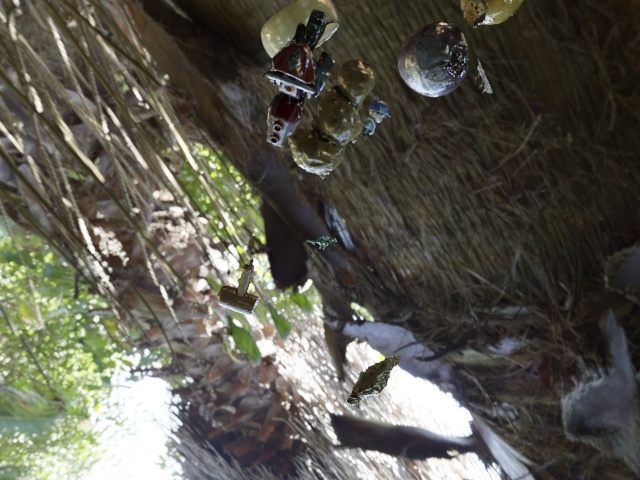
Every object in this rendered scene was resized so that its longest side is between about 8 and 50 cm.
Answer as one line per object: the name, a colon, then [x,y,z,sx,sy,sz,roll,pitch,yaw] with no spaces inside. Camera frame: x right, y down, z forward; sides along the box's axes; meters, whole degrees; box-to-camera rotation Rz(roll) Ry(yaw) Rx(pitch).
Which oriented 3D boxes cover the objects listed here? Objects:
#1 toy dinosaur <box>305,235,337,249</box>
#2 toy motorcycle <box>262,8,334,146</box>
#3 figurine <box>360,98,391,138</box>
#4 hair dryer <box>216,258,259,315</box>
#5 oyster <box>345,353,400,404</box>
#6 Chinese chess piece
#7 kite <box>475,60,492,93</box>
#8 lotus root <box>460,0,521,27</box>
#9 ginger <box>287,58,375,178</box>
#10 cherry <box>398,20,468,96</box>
toy dinosaur: [0.001,0.000,1.743,0.060,0.119,0.029,-55,-145,37]
toy motorcycle: [-0.038,-0.228,0.724,0.213,0.082,0.122,116,-2,-49]
figurine: [0.199,-0.455,1.820,0.149,0.087,0.086,-51,175,14]
hair dryer: [-0.223,0.125,1.389,0.117,0.182,0.064,21,-152,2]
oyster: [0.117,0.310,1.061,0.148,0.051,0.103,-36,179,13]
Chinese chess piece: [-0.065,-0.676,1.550,0.257,0.104,0.257,-27,-173,4]
kite: [0.562,-0.562,1.684,0.016,0.127,0.229,-20,-174,14]
lotus root: [0.472,-0.666,1.314,0.146,0.131,0.303,15,-140,34]
ginger: [0.026,-0.207,0.820,0.204,0.104,0.080,-54,-169,13]
cherry: [0.304,-0.492,1.317,0.195,0.195,0.195,-23,-154,12]
